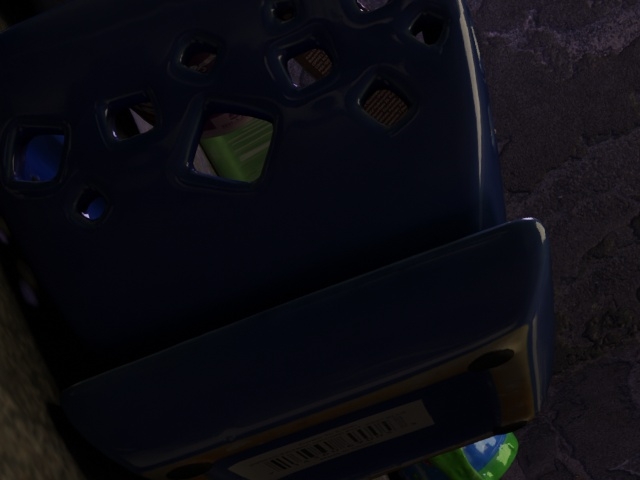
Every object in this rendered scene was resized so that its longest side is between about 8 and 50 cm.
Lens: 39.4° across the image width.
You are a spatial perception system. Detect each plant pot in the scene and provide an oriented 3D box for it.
[{"bbox_3d":[-0.009,0.006,0.453,0.236,0.235,0.212,60,11,-64],"label":"plant pot"}]

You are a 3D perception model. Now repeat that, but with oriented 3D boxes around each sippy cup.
[{"bbox_3d":[0.199,0.344,1.617,0.224,0.240,0.305,53,-36,-3],"label":"sippy cup"}]

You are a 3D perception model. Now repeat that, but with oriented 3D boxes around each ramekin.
[{"bbox_3d":[-0.116,-0.206,1.394,0.303,0.148,0.303,63,2,-4],"label":"ramekin"}]

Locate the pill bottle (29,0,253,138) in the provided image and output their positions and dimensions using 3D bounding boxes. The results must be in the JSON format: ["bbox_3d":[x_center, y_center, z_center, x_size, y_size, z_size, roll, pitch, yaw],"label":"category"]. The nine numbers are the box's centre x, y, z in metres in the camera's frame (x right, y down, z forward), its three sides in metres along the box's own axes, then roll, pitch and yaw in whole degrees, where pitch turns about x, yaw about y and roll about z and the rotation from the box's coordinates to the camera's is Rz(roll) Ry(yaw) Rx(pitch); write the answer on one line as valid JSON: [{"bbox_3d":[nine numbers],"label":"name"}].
[{"bbox_3d":[-0.128,-0.195,0.705,0.169,0.169,0.301,63,3,11],"label":"pill bottle"}]

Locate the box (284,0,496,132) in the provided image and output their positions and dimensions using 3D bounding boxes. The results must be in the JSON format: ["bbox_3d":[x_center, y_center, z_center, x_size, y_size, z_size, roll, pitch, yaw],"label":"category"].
[{"bbox_3d":[0.092,-0.256,1.420,0.381,0.143,0.191,41,10,-3],"label":"box"}]
